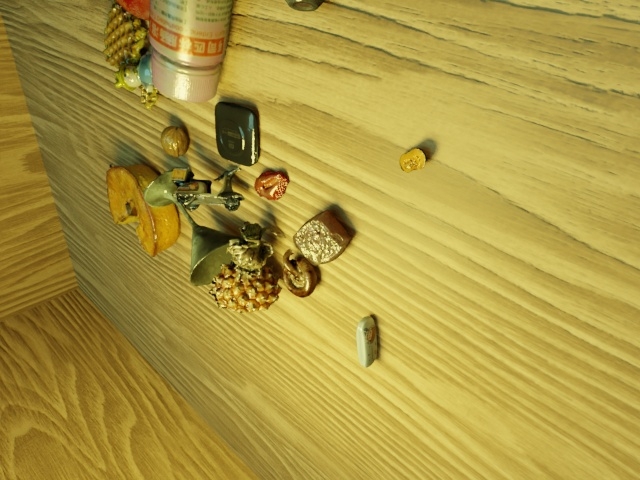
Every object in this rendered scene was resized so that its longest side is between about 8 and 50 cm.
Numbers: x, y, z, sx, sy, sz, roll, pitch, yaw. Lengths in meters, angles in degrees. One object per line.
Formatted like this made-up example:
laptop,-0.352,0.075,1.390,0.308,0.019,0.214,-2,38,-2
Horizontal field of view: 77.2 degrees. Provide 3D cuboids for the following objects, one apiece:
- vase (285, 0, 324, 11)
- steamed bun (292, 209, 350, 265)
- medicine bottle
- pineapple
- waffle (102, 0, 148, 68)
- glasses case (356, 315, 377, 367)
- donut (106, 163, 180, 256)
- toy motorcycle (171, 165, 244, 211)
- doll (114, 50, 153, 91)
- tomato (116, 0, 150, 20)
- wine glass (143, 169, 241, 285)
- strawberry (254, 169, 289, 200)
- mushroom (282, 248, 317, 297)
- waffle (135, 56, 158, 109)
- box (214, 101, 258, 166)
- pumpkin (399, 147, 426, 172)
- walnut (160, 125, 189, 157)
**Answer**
vase,-0.034,-0.622,0.897,0.120,0.120,0.182,13,106,39
steamed bun,0.000,0.000,1.202,0.145,0.106,0.175,56,135,5
medicine bottle,-0.366,-0.611,1.126,0.219,0.219,0.388,43,134,18
pineapple,-0.242,0.073,1.360,0.262,0.262,0.271,33,130,26
waffle,-0.736,-0.753,1.490,0.243,0.059,0.237,45,124,22
glasses case,0.147,0.321,1.268,0.045,0.067,0.178,14,121,40
donut,-0.801,-0.163,1.832,0.435,0.163,0.377,39,132,24
toy motorcycle,-0.390,-0.178,1.398,0.263,0.157,0.091,4,163,5
doll,-0.637,-0.599,1.438,0.241,0.098,0.135,-6,113,18
tomato,-0.606,-0.877,1.266,0.338,0.144,0.338,24,129,33
wine glass,-0.484,-0.059,1.527,0.406,0.267,0.267,49,137,15
strawberry,-0.163,-0.178,1.302,0.152,0.048,0.104,-28,95,51
mushroom,-0.075,0.108,1.354,0.135,0.080,0.170,-17,99,34
waffle,-0.690,-0.614,1.554,0.149,0.051,0.194,-18,100,43
box,-0.282,-0.350,1.321,0.212,0.042,0.201,25,129,33
pumpkin,0.222,-0.191,0.945,0.083,0.028,0.050,-7,106,54
walnut,-0.553,-0.374,1.526,0.105,0.105,0.124,39,137,21
